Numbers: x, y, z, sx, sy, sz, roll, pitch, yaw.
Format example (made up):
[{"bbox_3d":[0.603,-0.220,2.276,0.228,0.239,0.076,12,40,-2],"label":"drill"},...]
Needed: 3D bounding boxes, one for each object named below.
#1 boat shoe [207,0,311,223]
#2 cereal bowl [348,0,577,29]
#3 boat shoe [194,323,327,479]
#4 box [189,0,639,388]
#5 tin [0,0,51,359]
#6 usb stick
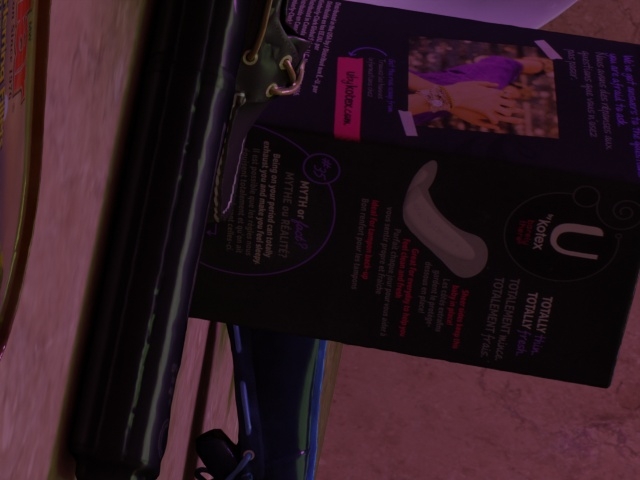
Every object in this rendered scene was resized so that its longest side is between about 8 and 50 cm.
[{"bbox_3d":[-0.038,-0.114,1.037,0.081,0.069,0.228,-62,161,-79],"label":"boat shoe"},{"bbox_3d":[0.099,-0.283,1.332,0.141,0.339,0.339,52,-23,28],"label":"cereal bowl"},{"bbox_3d":[-0.052,0.151,1.442,0.109,0.089,0.258,160,-65,-79],"label":"boat shoe"},{"bbox_3d":[0.060,-0.034,1.185,0.143,0.270,0.165,-76,175,-48],"label":"box"},{"bbox_3d":[-0.100,-0.042,0.520,0.106,0.040,0.189,-65,165,-62],"label":"tin"},{"bbox_3d":[-0.074,-0.018,0.935,0.077,0.045,0.278,117,-17,-78],"label":"usb stick"}]
